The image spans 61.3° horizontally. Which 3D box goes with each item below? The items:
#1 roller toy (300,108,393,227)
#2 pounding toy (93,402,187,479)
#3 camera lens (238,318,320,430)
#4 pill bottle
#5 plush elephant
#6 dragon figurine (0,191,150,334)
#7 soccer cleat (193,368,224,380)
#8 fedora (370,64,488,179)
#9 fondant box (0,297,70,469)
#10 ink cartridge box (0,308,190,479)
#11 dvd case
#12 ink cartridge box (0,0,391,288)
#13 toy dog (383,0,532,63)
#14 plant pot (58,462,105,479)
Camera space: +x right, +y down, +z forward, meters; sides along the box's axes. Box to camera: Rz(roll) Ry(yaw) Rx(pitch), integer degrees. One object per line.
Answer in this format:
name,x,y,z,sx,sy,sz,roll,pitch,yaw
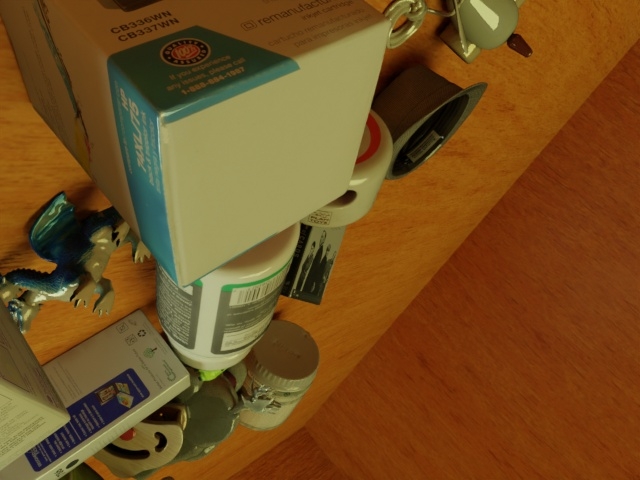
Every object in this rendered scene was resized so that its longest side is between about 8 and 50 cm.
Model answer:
roller toy,0.007,-0.122,0.864,0.209,0.191,0.146,-33,158,-27
pounding toy,-0.338,0.363,0.984,0.154,0.269,0.155,-40,-164,3
camera lens,-0.144,0.382,1.515,0.219,0.219,0.274,-22,150,-46
pill bottle,-0.164,0.065,0.882,0.204,0.204,0.361,-30,158,-33
plush elephant,-0.261,0.322,1.200,0.330,0.271,0.255,-7,-168,-7
dragon figurine,-0.299,-0.001,0.676,0.289,0.144,0.085,-61,160,-9
soccer cleat,-0.234,0.199,1.051,0.072,0.179,0.060,-25,136,-24
fedora,0.180,-0.243,1.049,0.244,0.124,0.275,-33,165,-22
fondant box,-0.361,0.052,0.447,0.096,0.238,0.330,-35,158,-20
ink cartridge box,-0.401,0.268,0.896,0.333,0.165,0.065,-31,155,-29
dvd case,0.000,0.000,1.022,0.179,0.030,0.238,33,74,-69
ink cartridge box,-0.119,-0.146,0.469,0.198,0.270,0.197,-33,155,-28
toy dog,0.272,-0.383,0.898,0.334,0.161,0.220,-21,149,-46
plant pot,-0.532,0.527,0.963,0.366,0.366,0.353,-30,143,-34
